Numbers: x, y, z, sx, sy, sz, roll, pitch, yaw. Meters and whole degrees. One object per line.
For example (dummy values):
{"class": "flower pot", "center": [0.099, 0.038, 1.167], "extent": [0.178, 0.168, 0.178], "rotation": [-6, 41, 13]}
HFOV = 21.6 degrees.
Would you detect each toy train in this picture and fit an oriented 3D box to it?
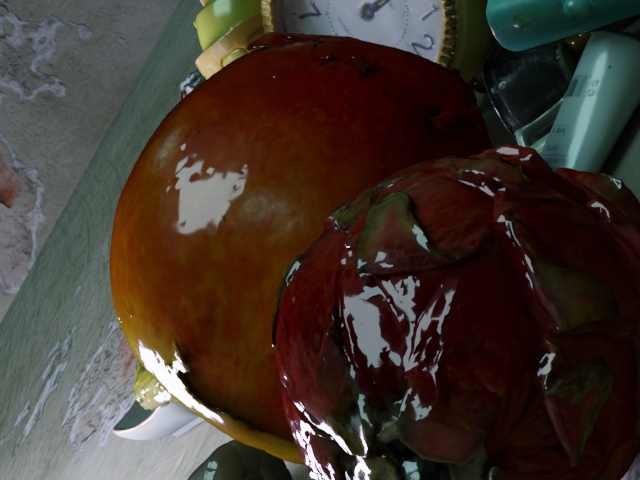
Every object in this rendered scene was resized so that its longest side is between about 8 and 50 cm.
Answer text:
{"class": "toy train", "center": [0.262, -0.233, 1.495], "extent": [0.248, 0.101, 0.159], "rotation": [-14, 17, 46]}

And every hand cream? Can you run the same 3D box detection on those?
{"class": "hand cream", "center": [0.204, -0.044, 1.495], "extent": [0.320, 0.067, 0.109], "rotation": [-61, 17, -5]}

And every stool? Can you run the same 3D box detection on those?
{"class": "stool", "center": [-0.085, 0.250, 1.644], "extent": [0.110, 0.096, 0.096], "rotation": [-39, 22, 57]}

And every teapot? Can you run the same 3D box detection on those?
{"class": "teapot", "center": [0.219, -0.136, 1.608], "extent": [0.091, 0.124, 0.092], "rotation": [-27, -14, 25]}

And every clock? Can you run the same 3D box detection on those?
{"class": "clock", "center": [0.039, -0.217, 1.676], "extent": [0.317, 0.244, 0.200], "rotation": [-34, 1, 39]}

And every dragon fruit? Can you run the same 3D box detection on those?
{"class": "dragon fruit", "center": [0.106, 0.075, 1.144], "extent": [0.342, 0.277, 0.277], "rotation": [-35, -1, -43]}

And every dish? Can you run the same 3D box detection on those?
{"class": "dish", "center": [-0.157, 0.151, 2.047], "extent": [0.151, 0.077, 0.212], "rotation": [-38, 24, 48]}

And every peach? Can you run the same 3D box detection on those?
{"class": "peach", "center": [0.000, 0.000, 1.432], "extent": [0.370, 0.370, 0.370], "rotation": [-48, 18, 21]}

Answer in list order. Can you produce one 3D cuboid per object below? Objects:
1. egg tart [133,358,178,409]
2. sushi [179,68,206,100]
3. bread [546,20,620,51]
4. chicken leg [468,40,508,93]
{"class": "egg tart", "center": [-0.059, 0.073, 1.808], "extent": [0.345, 0.132, 0.345], "rotation": [-47, 10, 12]}
{"class": "sushi", "center": [-0.038, -0.270, 2.368], "extent": [0.417, 0.176, 0.417], "rotation": [-44, 14, 14]}
{"class": "bread", "center": [0.320, -0.301, 1.617], "extent": [0.361, 0.077, 0.138], "rotation": [-35, 25, 48]}
{"class": "chicken leg", "center": [0.204, -0.240, 1.822], "extent": [0.196, 0.080, 0.125], "rotation": [-63, 6, -26]}
